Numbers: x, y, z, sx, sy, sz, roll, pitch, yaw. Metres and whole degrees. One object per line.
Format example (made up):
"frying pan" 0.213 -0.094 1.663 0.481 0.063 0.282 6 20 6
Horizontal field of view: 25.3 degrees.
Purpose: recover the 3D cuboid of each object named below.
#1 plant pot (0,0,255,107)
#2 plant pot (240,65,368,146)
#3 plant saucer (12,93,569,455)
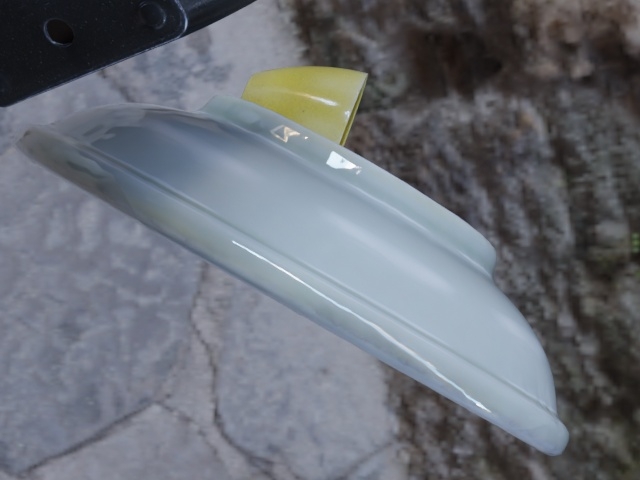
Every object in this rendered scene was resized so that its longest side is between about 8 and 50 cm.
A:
"plant pot" -0.113 -0.172 0.691 0.187 0.188 0.167 58 33 -26
"plant pot" -0.025 -0.099 1.251 0.095 0.134 0.134 21 71 1
"plant saucer" 0.000 0.000 0.923 0.400 0.400 0.101 32 86 -35
